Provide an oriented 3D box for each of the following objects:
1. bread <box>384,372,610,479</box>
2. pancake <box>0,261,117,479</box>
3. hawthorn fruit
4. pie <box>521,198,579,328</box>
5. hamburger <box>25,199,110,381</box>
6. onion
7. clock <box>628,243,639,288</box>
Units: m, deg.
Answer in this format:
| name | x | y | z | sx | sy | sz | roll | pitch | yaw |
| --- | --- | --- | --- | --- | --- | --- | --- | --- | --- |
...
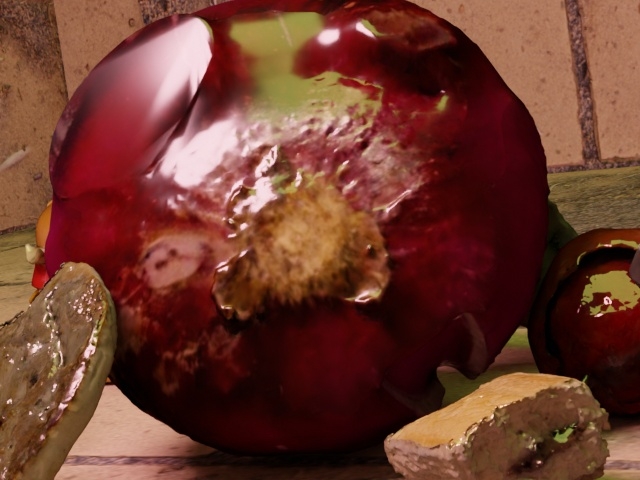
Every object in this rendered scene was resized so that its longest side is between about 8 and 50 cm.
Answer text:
| name | x | y | z | sx | sy | sz | roll | pitch | yaw |
| --- | --- | --- | --- | --- | --- | --- | --- | --- | --- |
| bread | 0.119 | 0.138 | 1.149 | 0.125 | 0.082 | 0.106 | -23 | 2 | -26 |
| pancake | -0.240 | 0.125 | 1.255 | 0.253 | 0.037 | 0.253 | -28 | 39 | 25 |
| hawthorn fruit | 0.227 | 0.071 | 1.357 | 0.148 | 0.148 | 0.172 | -2 | 31 | 43 |
| pie | 0.121 | 0.002 | 1.645 | 0.302 | 0.302 | 0.067 | -2 | 48 | 41 |
| hamburger | -0.187 | 0.026 | 1.887 | 0.274 | 0.212 | 0.274 | -8 | 7 | 1 |
| onion | 0.000 | 0.000 | 1.444 | 0.398 | 0.398 | 0.420 | -6 | -16 | 14 |
| clock | 0.383 | 0.056 | 1.273 | 0.279 | 0.049 | 0.273 | 25 | 20 | 23 |
